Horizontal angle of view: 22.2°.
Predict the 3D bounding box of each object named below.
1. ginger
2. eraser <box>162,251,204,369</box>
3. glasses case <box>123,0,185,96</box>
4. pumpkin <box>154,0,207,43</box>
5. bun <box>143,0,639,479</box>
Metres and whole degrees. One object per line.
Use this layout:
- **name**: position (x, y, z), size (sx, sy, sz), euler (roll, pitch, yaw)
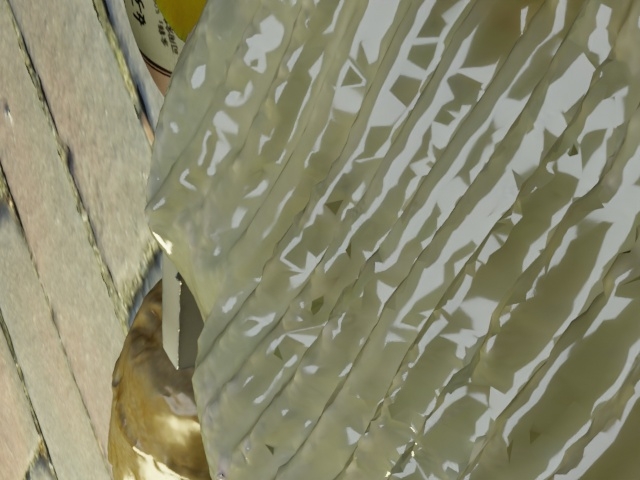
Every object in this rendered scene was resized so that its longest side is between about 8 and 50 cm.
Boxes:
- **ginger**: position (-0.071, 0.168, 1.042), size (0.190, 0.126, 0.354), euler (33, 131, 49)
- **eraser**: position (0.000, 0.000, 0.746), size (0.023, 0.150, 0.103), euler (-126, 31, -44)
- **glasses case**: position (-0.076, -0.214, 0.876), size (0.122, 0.075, 0.314), euler (-139, 40, -56)
- **pumpkin**: position (0.000, -0.188, 0.708), size (0.217, 0.110, 0.217), euler (178, 90, -65)
- **bun**: position (0.115, 0.014, 0.420), size (0.365, 0.219, 0.365), euler (-1, 89, 58)
